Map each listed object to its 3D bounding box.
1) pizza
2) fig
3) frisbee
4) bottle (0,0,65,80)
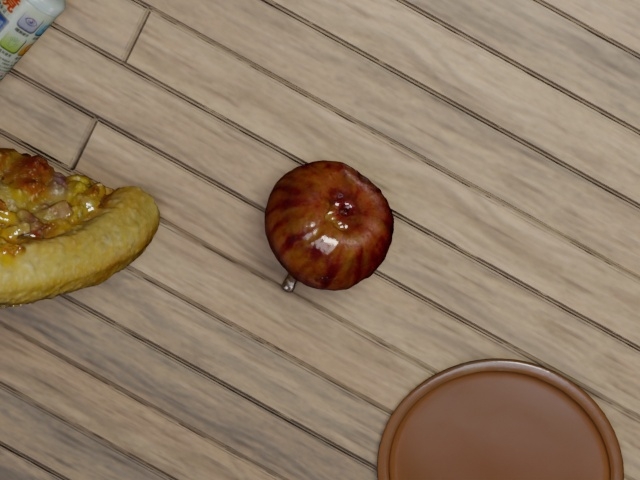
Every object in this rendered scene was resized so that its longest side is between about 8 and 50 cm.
[{"bbox_3d":[-0.347,-0.022,1.461,0.408,0.278,0.114,2,116,-29],"label":"pizza"},{"bbox_3d":[0.010,-0.002,1.481,0.128,0.128,0.150,-6,133,10],"label":"fig"},{"bbox_3d":[0.183,0.237,1.566,0.250,0.021,0.251,2,105,7],"label":"frisbee"},{"bbox_3d":[-0.287,-0.224,1.491,0.060,0.060,0.217,45,107,-5],"label":"bottle"}]
